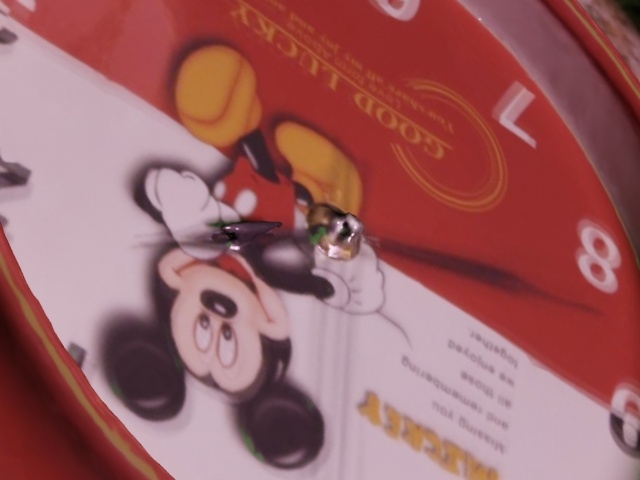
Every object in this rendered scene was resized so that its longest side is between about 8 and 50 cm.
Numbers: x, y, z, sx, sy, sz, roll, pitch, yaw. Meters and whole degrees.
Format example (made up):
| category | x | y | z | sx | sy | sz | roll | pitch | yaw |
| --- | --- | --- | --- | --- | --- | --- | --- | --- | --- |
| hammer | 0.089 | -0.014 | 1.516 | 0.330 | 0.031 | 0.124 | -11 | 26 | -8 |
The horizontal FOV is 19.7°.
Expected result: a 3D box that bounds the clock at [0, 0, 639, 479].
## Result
| category | x | y | z | sx | sy | sz | roll | pitch | yaw |
| --- | --- | --- | --- | --- | --- | --- | --- | --- | --- |
| clock | 0.000 | 0.000 | 0.558 | 0.318 | 0.080 | 0.318 | 23 | 49 | -29 |
